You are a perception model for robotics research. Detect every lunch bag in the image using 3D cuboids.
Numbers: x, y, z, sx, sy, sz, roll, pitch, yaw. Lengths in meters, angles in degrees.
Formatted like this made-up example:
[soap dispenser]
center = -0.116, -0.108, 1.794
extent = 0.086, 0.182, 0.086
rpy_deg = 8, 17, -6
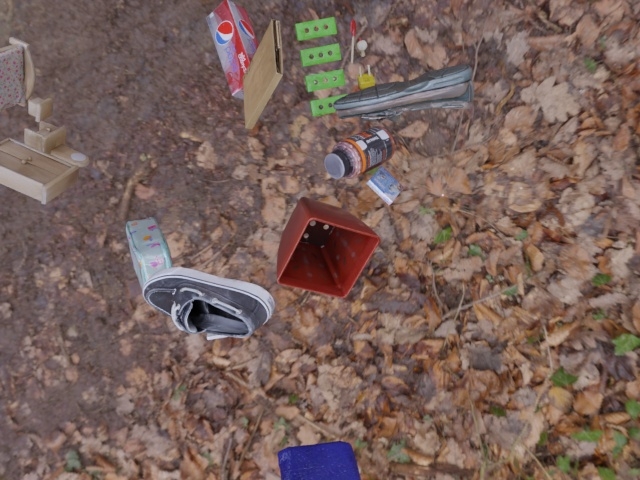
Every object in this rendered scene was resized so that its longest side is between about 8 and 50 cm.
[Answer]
[lunch bag]
center = -0.541, 0.065, 1.772
extent = 0.107, 0.279, 0.224
rpy_deg = -15, 123, -21

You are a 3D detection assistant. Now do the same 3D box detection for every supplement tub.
[supplement tub]
center = 0.102, -0.228, 1.463
extent = 0.106, 0.197, 0.106
rpy_deg = 27, 132, 34

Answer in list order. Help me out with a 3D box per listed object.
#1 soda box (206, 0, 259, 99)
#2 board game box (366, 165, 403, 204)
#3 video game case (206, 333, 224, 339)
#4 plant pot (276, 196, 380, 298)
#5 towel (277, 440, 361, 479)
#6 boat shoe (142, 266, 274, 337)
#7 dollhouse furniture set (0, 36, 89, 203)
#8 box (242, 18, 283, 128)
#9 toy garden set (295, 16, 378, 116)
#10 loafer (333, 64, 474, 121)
[soda box]
center = -0.220, -0.514, 1.503
extent = 0.092, 0.083, 0.263
rpy_deg = -29, 72, 29
[board game box]
center = 0.185, -0.157, 1.575
extent = 0.090, 0.090, 0.020
rpy_deg = 43, 136, -3
[video game case]
center = -0.281, 0.242, 1.605
extent = 0.087, 0.122, 0.011
rpy_deg = -9, 117, -2
[plant pot]
center = 0.000, 0.000, 1.881
extent = 0.267, 0.236, 0.267
rpy_deg = 15, 119, -26
[towel]
center = 0.009, 0.704, 1.475
extent = 0.227, 0.076, 0.308
rpy_deg = 1, 51, -19
[boat shoe]
center = -0.239, 0.130, 1.066
extent = 0.301, 0.102, 0.108
rpy_deg = 8, 124, 24
[dollhouse furniture set]
center = -0.585, -0.279, 1.131
extent = 0.173, 0.303, 0.356
rpy_deg = 24, 124, 1
[box]
center = -0.137, -0.381, 1.285
extent = 0.021, 0.201, 0.165
rpy_deg = 8, 61, -26
[toy garden set]
center = 0.050, -0.485, 1.528
extent = 0.203, 0.049, 0.244
rpy_deg = -13, 106, -7
[loafer]
center = 0.159, -0.260, 1.057
extent = 0.267, 0.096, 0.084
rpy_deg = -11, 118, 15
